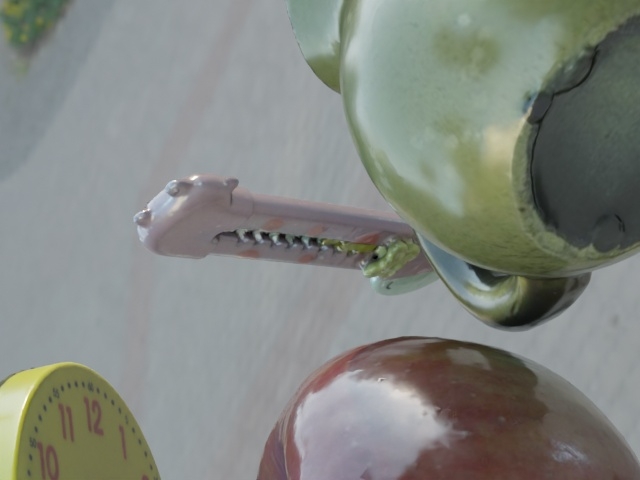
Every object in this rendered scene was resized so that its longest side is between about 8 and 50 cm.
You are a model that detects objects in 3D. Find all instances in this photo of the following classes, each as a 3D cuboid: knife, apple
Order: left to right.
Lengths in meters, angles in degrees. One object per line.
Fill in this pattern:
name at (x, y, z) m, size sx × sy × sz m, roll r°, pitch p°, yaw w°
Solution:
knife at (0.000, 0.001, 1.367) m, size 0.132 × 0.399 × 0.038 m, roll -43°, pitch 59°, yaw 29°
apple at (0.080, 0.199, 1.104) m, size 0.306 × 0.235 × 0.305 m, roll -174°, pitch 90°, yaw -80°

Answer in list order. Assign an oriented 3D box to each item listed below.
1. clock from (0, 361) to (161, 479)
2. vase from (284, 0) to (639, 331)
clock at (-0.167, 0.231, 1.276) m, size 0.277 × 0.071 × 0.293 m, roll 27°, pitch -131°, yaw -70°
vase at (0.107, -0.090, 1.086) m, size 0.302 × 0.241 × 0.329 m, roll 44°, pitch 144°, yaw 48°
